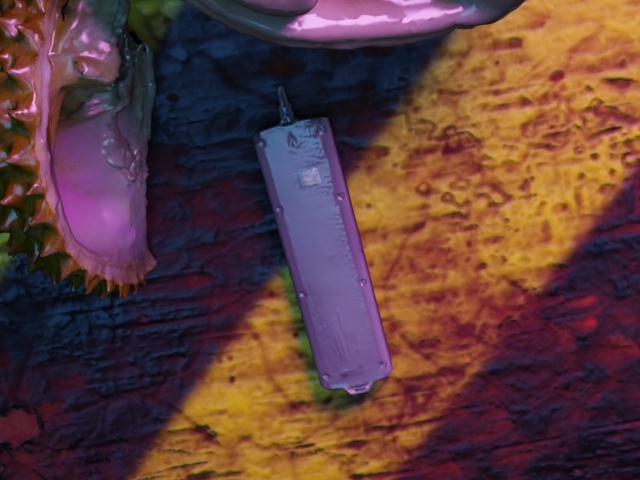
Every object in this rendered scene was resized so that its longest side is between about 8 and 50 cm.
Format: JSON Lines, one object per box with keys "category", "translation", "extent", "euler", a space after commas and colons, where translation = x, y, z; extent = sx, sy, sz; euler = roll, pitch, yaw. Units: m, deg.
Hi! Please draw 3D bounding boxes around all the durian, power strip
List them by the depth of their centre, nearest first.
{"category": "durian", "translation": [-0.185, -0.100, 1.069], "extent": [0.166, 0.172, 0.306], "euler": [-6, 99, -23]}
{"category": "power strip", "translation": [0.000, 0.000, 1.156], "extent": [0.060, 0.027, 0.252], "euler": [-13, 106, 5]}

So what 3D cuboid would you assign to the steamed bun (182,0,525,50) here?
{"category": "steamed bun", "translation": [-0.016, -0.282, 0.927], "extent": [0.368, 0.255, 0.342], "euler": [-7, 101, 26]}
